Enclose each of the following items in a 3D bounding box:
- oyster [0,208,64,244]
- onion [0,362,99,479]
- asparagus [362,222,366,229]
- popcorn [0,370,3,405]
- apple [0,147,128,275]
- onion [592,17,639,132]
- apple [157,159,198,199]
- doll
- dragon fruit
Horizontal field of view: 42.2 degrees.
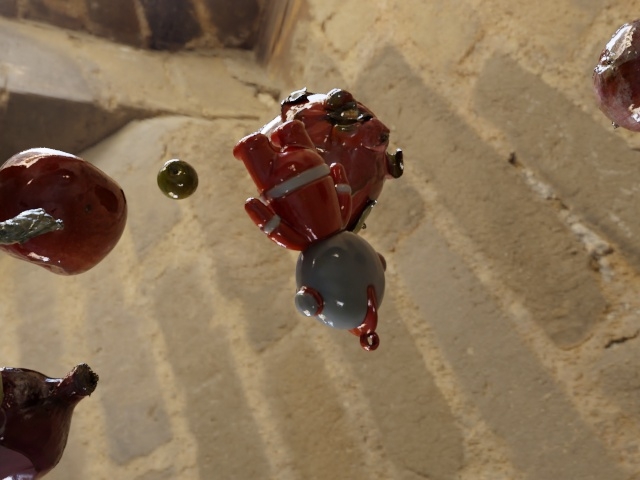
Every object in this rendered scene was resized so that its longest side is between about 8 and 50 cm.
[{"bbox_3d":[-0.389,-0.016,1.086,0.037,0.098,0.100,70,-19,-3],"label":"oyster"},{"bbox_3d":[-0.403,0.249,1.146,0.195,0.218,0.139,69,-2,-47],"label":"onion"},{"bbox_3d":[0.088,-0.042,1.837,0.127,0.018,0.015,-117,-137,-79],"label":"asparagus"},{"bbox_3d":[-0.515,0.206,0.913,0.292,0.293,0.334,-24,-124,17],"label":"popcorn"},{"bbox_3d":[-0.498,-0.053,1.567,0.260,0.260,0.216,5,-111,55],"label":"apple"},{"bbox_3d":[0.444,-0.212,1.141,0.195,0.160,0.159,115,-31,-67],"label":"onion"},{"bbox_3d":[-0.309,-0.132,1.802,0.074,0.090,0.089,95,-18,-61],"label":"apple"},{"bbox_3d":[0.000,0.000,1.142,0.105,0.200,0.336,-27,-88,45],"label":"doll"},{"bbox_3d":[0.035,-0.180,1.672,0.226,0.305,0.305,-43,-132,15],"label":"dragon fruit"}]
